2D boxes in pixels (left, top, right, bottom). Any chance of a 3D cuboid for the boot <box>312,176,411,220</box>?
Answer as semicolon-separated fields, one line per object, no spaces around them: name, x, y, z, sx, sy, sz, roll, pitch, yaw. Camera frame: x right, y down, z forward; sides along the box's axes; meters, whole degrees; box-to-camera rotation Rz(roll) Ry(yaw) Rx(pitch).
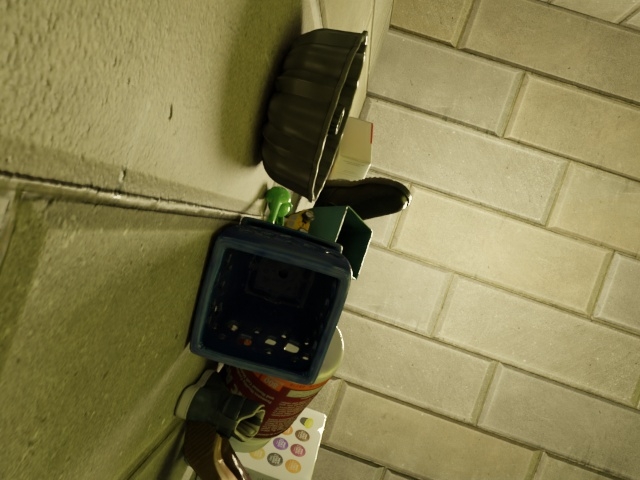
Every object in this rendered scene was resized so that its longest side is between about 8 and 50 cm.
boot;0.063;0.007;1.735;0.146;0.367;0.445;50;57;-37

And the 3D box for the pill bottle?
pill bottle;-0.125;0.334;1.282;0.392;0.224;0.224;-58;-175;37

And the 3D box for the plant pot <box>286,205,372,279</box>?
plant pot;0.000;0.000;1.607;0.166;0.234;0.165;41;63;-47

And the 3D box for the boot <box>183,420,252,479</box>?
boot;-0.204;0.510;1.178;0.248;0.090;0.206;57;-3;46

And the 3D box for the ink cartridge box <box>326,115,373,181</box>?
ink cartridge box;0.096;-0.290;2.071;0.306;0.131;0.226;112;-13;-54

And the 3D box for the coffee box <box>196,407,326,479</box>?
coffee box;-0.202;0.751;1.767;0.337;0.335;0.338;-64;172;-65

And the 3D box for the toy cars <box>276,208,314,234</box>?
toy cars;-0.124;0.069;1.426;0.393;0.087;0.176;-65;-173;-17

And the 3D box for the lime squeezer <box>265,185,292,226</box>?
lime squeezer;-0.091;-0.061;1.219;0.310;0.059;0.109;99;-20;-81

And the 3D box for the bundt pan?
bundt pan;-0.019;-0.244;1.008;0.331;0.124;0.330;19;90;-86

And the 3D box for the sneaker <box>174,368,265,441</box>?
sneaker;-0.194;0.343;1.120;0.226;0.164;0.086;-15;123;-88

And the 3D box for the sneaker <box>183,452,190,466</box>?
sneaker;-0.283;0.523;1.327;0.237;0.085;0.086;105;10;-66

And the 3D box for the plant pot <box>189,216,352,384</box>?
plant pot;-0.082;0.092;0.987;0.212;0.236;0.235;-79;-174;-71
